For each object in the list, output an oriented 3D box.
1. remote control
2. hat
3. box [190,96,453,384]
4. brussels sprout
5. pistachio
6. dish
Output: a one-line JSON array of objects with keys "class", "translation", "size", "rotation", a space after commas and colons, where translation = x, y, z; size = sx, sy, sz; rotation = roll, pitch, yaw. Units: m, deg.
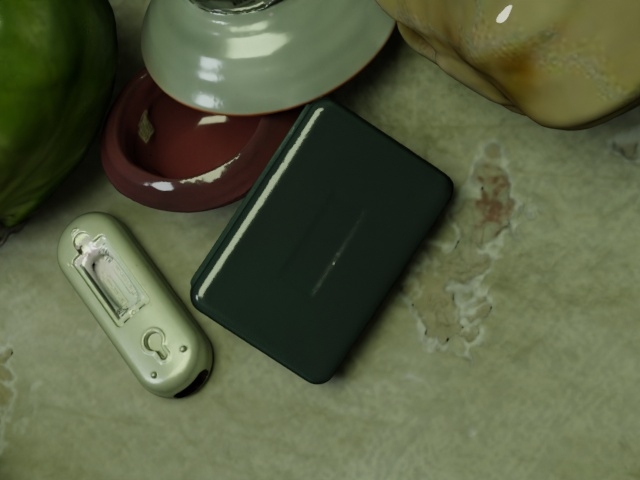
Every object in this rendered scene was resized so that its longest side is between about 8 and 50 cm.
[{"class": "remote control", "translation": [-0.184, 0.060, 1.749], "size": [0.078, 0.042, 0.221], "rotation": [-41, 64, 7]}, {"class": "hat", "translation": [-0.109, -0.100, 1.729], "size": [0.205, 0.089, 0.205], "rotation": [-9, 57, 14]}, {"class": "box", "translation": [0.000, 0.000, 1.645], "size": [0.160, 0.050, 0.230], "rotation": [33, 90, -6]}, {"class": "brussels sprout", "translation": [-0.353, -0.152, 1.747], "size": [0.289, 0.281, 0.354], "rotation": [34, 116, 18]}, {"class": "pistachio", "translation": [0.207, -0.294, 1.570], "size": [0.365, 0.281, 0.445], "rotation": [-19, 56, 26]}, {"class": "dish", "translation": [-0.058, -0.241, 1.700], "size": [0.260, 0.085, 0.260], "rotation": [-8, 51, 10]}]
